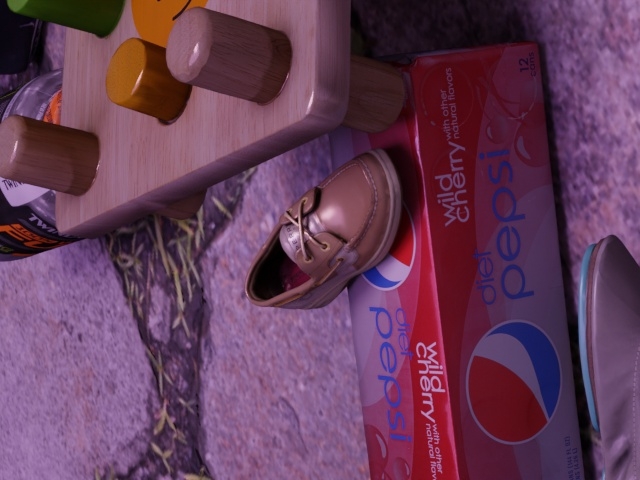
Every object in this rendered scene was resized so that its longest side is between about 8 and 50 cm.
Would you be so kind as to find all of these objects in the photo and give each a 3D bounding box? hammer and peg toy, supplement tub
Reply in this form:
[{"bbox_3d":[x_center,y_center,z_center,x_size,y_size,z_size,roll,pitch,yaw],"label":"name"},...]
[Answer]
[{"bbox_3d":[-0.063,-0.201,1.034,0.266,0.127,0.361,-20,63,51],"label":"hammer and peg toy"},{"bbox_3d":[-0.188,-0.053,1.335,0.190,0.117,0.117,-14,87,55],"label":"supplement tub"}]

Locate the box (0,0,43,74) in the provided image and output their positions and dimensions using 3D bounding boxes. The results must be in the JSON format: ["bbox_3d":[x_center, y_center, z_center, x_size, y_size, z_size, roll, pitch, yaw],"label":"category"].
[{"bbox_3d":[-0.381,-0.428,1.353,0.480,0.297,0.472,50,137,33],"label":"box"}]

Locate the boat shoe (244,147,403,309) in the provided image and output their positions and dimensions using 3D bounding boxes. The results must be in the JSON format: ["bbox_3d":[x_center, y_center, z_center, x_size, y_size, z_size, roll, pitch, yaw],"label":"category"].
[{"bbox_3d":[0.000,0.000,1.001,0.050,0.045,0.135,65,146,23],"label":"boat shoe"}]

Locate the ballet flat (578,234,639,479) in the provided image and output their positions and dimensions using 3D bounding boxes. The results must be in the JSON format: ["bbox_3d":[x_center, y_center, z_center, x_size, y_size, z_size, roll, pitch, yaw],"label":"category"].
[{"bbox_3d":[0.168,0.101,0.958,0.068,0.072,0.213,3,104,25],"label":"ballet flat"}]

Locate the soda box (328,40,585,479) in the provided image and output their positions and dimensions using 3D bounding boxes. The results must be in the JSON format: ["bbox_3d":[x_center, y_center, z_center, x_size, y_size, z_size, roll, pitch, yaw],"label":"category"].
[{"bbox_3d":[0.073,0.029,1.028,0.083,0.092,0.263,1,100,56],"label":"soda box"}]
